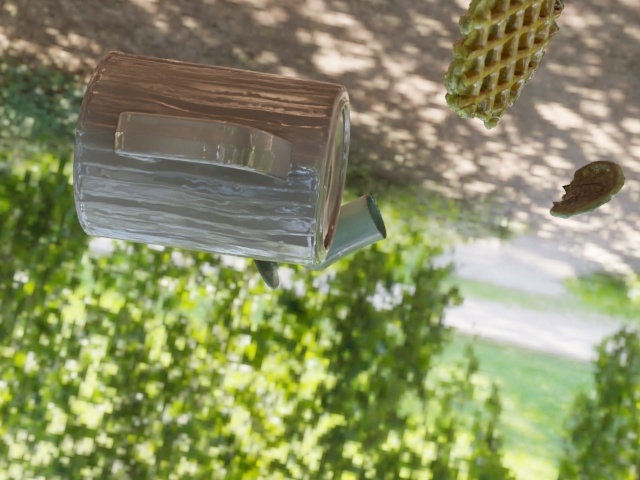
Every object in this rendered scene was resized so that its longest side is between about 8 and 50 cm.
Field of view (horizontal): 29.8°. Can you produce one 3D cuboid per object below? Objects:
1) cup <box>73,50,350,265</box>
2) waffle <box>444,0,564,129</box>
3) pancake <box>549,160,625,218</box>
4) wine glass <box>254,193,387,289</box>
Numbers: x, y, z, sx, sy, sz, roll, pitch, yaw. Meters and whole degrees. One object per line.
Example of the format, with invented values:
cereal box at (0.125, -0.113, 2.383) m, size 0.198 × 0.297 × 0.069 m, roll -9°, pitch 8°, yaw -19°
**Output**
cup at (-0.116, -0.103, 1.281) m, size 0.273 × 0.208 × 0.288 m, roll 9°, pitch 151°, yaw 7°
waffle at (0.239, -0.267, 1.589) m, size 0.059 × 0.237 × 0.243 m, roll 29°, pitch 180°, yaw 30°
pancake at (0.424, -0.080, 1.893) m, size 0.116 × 0.129 × 0.022 m, roll -12°, pitch 125°, yaw 43°
wine glass at (0.000, 0.000, 2.154) m, size 0.231 × 0.103 × 0.103 m, roll -23°, pitch 163°, yaw 13°
